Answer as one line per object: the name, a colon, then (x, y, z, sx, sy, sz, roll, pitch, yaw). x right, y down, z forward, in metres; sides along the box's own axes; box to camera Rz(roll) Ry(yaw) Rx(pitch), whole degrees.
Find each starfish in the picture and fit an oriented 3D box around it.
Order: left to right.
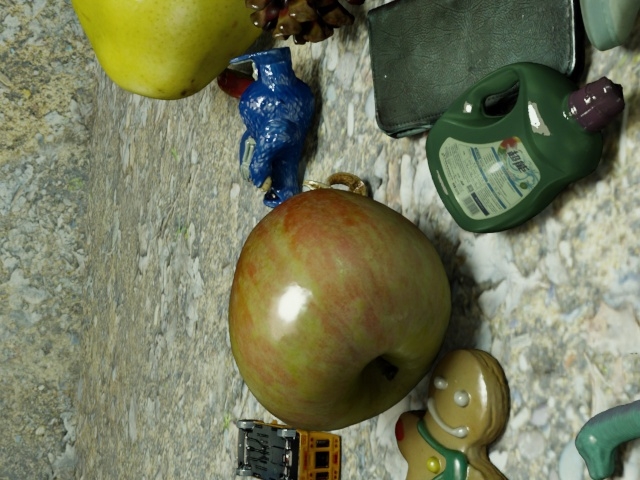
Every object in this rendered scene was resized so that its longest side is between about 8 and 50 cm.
starfish: (-0.001, 0.001, 1.090, 0.074, 0.146, 0.190, 28, 117, 14)

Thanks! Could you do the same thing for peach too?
peach: (-0.150, -0.285, 1.507, 0.083, 0.077, 0.050, 20, 102, 16)

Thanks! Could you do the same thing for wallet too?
wallet: (0.161, -0.215, 0.905, 0.318, 0.045, 0.173, -8, 84, 57)

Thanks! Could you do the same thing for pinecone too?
pinecone: (-0.016, -0.391, 1.086, 0.246, 0.246, 0.292, -115, 24, -43)

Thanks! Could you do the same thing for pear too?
pear: (-0.252, -0.450, 1.400, 0.362, 0.362, 0.419, 25, 107, 61)

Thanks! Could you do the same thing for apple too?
apple: (0.012, 0.070, 0.917, 0.234, 0.256, 0.257, 53, 133, 31)

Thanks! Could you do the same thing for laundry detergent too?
laundry detergent: (0.194, -0.102, 0.783, 0.221, 0.078, 0.144, -41, 67, 54)

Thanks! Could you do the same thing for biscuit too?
biscuit: (0.130, 0.260, 0.889, 0.197, 0.049, 0.302, 31, 112, 57)

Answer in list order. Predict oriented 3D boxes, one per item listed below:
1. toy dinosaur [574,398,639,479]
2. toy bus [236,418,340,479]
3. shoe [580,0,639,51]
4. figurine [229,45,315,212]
toy dinosaur: (0.289, 0.001, 0.599, 0.331, 0.129, 0.384, 162, 112, -69)
toy bus: (-0.052, 0.303, 1.177, 0.194, 0.088, 0.083, -11, 75, 59)
shoe: (0.271, -0.287, 0.683, 0.100, 0.103, 0.251, 3, 105, 20)
figurine: (-0.064, -0.170, 1.269, 0.164, 0.120, 0.262, -126, 31, -60)
